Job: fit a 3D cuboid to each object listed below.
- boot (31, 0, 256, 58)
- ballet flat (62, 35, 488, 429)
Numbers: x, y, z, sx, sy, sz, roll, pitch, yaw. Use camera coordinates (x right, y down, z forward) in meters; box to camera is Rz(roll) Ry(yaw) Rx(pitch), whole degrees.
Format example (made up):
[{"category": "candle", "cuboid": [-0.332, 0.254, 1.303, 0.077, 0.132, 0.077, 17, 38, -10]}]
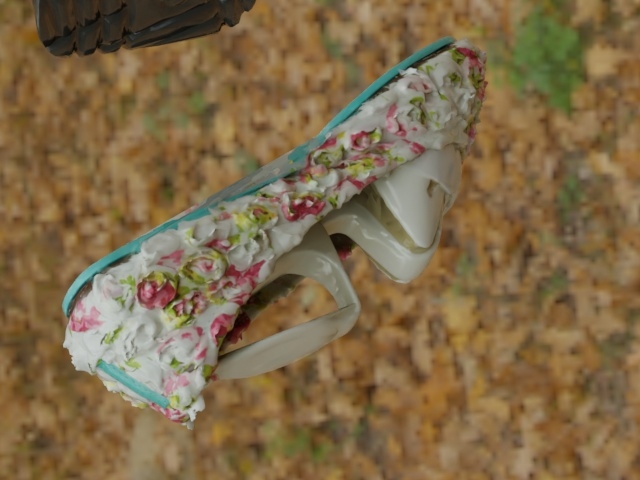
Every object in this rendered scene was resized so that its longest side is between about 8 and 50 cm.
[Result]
[{"category": "boot", "cuboid": [-0.056, -0.159, 0.427, 0.246, 0.083, 0.161, 122, 135, -68]}, {"category": "ballet flat", "cuboid": [0.000, 0.000, 0.752, 0.077, 0.241, 0.091, 46, 150, 15]}]
